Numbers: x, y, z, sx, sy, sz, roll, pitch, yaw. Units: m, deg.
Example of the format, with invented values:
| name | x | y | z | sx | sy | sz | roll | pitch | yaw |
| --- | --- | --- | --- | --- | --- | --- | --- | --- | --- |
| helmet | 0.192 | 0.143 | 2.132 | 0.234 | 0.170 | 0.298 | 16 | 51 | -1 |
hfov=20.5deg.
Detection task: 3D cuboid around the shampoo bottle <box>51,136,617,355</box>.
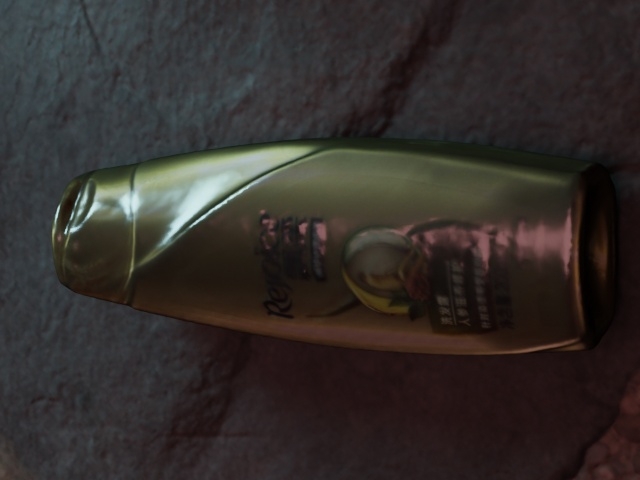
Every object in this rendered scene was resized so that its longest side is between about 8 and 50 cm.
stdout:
| name | x | y | z | sx | sy | sz | roll | pitch | yaw |
| --- | --- | --- | --- | --- | --- | --- | --- | --- | --- |
| shampoo bottle | 0.000 | 0.000 | 1.069 | 0.350 | 0.084 | 0.125 | 4 | 104 | 25 |
